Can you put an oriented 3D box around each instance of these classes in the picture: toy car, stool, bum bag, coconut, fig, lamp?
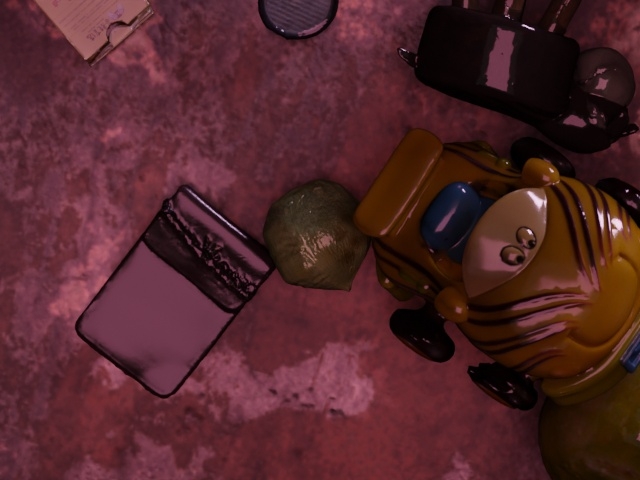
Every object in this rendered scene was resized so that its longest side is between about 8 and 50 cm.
[{"bbox_3d":[0.143,0.010,1.427,0.248,0.142,0.200,29,84,32],"label":"toy car"},{"bbox_3d":[0.170,-0.147,1.468,0.217,0.125,0.121,19,90,-12],"label":"stool"},{"bbox_3d":[-0.121,0.045,1.532,0.109,0.026,0.159,37,95,-4],"label":"bum bag"},{"bbox_3d":[0.000,0.000,1.500,0.088,0.088,0.096,-34,89,3],"label":"coconut"},{"bbox_3d":[0.275,0.124,1.474,0.167,0.167,0.233,29,103,-3],"label":"fig"},{"bbox_3d":[0.017,-0.353,1.487,0.130,0.108,0.371,1,111,-13],"label":"lamp"}]

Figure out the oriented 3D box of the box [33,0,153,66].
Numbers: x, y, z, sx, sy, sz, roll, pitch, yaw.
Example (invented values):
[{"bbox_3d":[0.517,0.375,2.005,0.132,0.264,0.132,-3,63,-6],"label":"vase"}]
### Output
[{"bbox_3d":[-0.210,-0.221,1.508,0.073,0.020,0.149,-40,94,3],"label":"box"}]
